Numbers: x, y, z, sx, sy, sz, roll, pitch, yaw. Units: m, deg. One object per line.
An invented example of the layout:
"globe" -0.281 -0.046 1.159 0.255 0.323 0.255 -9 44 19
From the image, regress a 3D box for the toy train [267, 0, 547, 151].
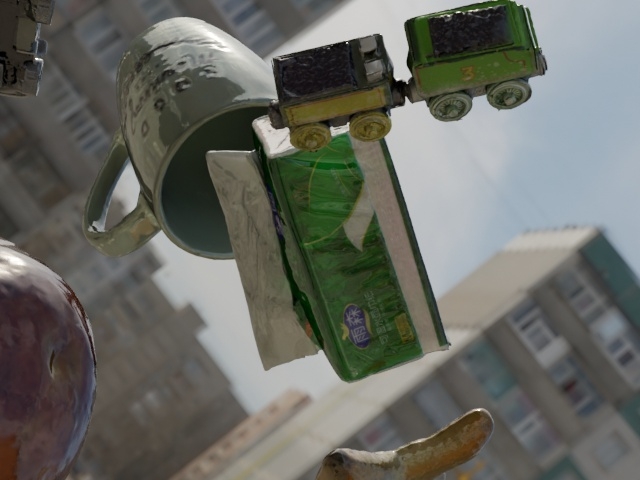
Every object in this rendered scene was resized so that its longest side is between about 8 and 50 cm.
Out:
"toy train" 0.059 -0.117 1.241 0.081 0.202 0.060 72 7 -57

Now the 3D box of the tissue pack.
"tissue pack" 0.000 0.001 1.469 0.148 0.156 0.209 -126 -163 -71

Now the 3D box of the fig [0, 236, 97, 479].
"fig" -0.234 0.104 0.895 0.204 0.249 0.186 10 25 -39

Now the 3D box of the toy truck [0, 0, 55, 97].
"toy truck" -0.299 -0.248 1.649 0.253 0.114 0.124 110 -12 -54

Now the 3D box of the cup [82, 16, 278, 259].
"cup" -0.146 -0.096 1.799 0.186 0.258 0.234 53 1 -42

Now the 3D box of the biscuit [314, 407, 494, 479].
"biscuit" 0.062 0.240 1.763 0.164 0.208 0.047 -50 -121 47
